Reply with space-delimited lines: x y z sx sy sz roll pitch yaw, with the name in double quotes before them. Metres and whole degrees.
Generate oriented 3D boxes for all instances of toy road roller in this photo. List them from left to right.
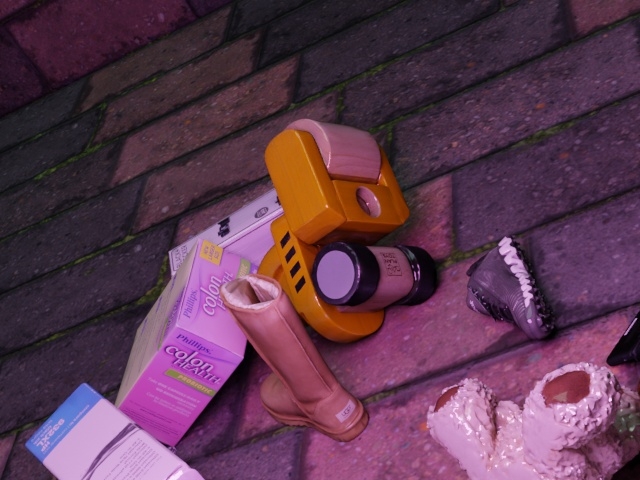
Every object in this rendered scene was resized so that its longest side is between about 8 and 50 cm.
"toy road roller" 0.000 0.000 1.900 0.240 0.202 0.330 -32 68 35

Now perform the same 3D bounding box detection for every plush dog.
"plush dog" 0.289 0.230 1.410 0.225 0.211 0.262 -22 2 -38

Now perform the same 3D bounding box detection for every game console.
"game console" 0.440 0.125 1.563 0.122 0.071 0.107 -49 3 -24

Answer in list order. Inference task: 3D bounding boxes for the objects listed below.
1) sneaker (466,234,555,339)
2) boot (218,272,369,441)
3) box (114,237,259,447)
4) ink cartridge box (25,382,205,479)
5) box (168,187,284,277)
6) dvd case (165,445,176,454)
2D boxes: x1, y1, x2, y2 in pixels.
"sneaker" 0.261 0.083 1.740 0.106 0.078 0.234 -31 26 12
"boot" -0.063 0.154 1.757 0.236 0.269 0.089 8 50 50
"box" -0.211 0.162 1.947 0.243 0.117 0.214 -54 17 34
"ink cartridge box" -0.239 0.353 1.683 0.129 0.223 0.307 -46 35 -15
"box" -0.092 0.024 2.076 0.290 0.169 0.087 -32 30 6
"dvd case" -0.279 0.374 1.914 0.087 0.013 0.119 -15 35 31
